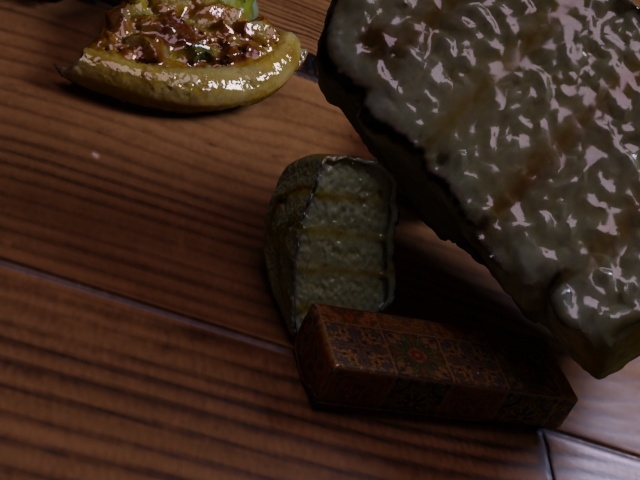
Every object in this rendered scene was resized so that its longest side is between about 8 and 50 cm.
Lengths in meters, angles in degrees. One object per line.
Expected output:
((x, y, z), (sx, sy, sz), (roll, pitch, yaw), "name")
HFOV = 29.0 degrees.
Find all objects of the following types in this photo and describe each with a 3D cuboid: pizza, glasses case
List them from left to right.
((-0.141, -0.207, 1.250), (0.292, 0.058, 0.197), (-8, 52, -37), "pizza")
((0.091, 0.104, 0.979), (0.218, 0.049, 0.075), (10, 35, -24), "glasses case")

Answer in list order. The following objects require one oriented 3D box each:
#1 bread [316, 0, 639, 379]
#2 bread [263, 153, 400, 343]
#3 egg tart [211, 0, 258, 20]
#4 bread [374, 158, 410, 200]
((0.186, -0.078, 1.078), (0.395, 0.239, 0.264), (46, -4, 16), "bread")
((-0.002, 0.005, 1.026), (0.103, 0.156, 0.110), (9, 2, -34), "bread")
((-0.122, -0.317, 1.381), (0.197, 0.078, 0.197), (46, 22, -24), "egg tart")
((0.116, -0.094, 1.284), (0.103, 0.065, 0.187), (26, 35, -2), "bread")
